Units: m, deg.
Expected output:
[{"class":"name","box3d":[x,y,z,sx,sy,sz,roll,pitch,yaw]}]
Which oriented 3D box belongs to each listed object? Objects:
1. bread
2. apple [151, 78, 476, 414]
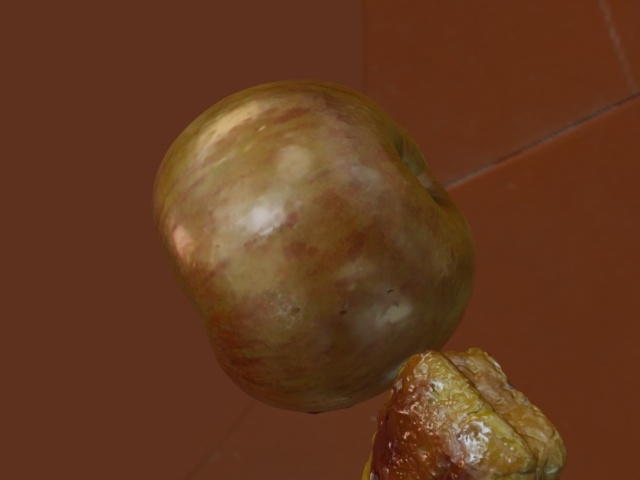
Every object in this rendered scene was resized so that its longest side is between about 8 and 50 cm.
[{"class":"bread","box3d":[0.064,0.201,0.993,0.077,0.139,0.271,-5,129,-37]},{"class":"apple","box3d":[0.000,0.000,1.716,0.334,0.400,0.400,-24,105,-2]}]
